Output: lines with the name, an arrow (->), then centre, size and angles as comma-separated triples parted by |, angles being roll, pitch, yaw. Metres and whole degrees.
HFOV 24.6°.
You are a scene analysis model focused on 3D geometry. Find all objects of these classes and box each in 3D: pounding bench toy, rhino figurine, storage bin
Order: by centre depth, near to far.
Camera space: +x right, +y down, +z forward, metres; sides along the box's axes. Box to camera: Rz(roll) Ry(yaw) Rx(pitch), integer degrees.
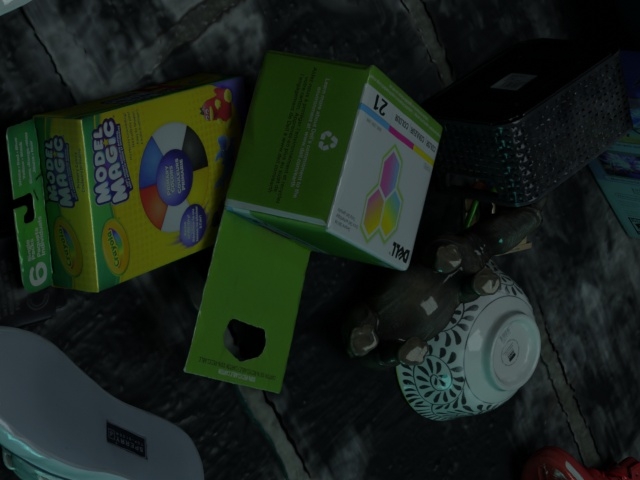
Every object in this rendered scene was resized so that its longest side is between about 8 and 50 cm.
rhino figurine -> 0.113, 0.031, 1.313 | 0.243, 0.106, 0.073 | -40, 96, -13
storage bin -> 0.191, -0.114, 1.361 | 0.180, 0.122, 0.084 | -33, 120, -33
pounding bench toy -> 0.156, -0.022, 1.396 | 0.083, 0.052, 0.065 | -12, 107, -41

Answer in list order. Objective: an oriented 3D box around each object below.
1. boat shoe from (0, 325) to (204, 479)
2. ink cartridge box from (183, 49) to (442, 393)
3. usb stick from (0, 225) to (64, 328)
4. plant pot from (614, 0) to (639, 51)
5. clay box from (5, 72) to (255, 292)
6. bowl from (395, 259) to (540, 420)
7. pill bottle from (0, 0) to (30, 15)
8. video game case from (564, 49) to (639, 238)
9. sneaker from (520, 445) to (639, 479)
boat shoe -> -0.193, 0.149, 1.082 | 0.258, 0.084, 0.095 | 43, 35, -41
ink cartridge box -> 0.000, 0.000, 1.177 | 0.189, 0.097, 0.255 | 26, 76, -66
usb stick -> -0.301, 0.050, 0.993 | 0.278, 0.045, 0.077 | -16, 103, -40
plant pot -> 0.421, -0.263, 1.446 | 0.293, 0.293, 0.235 | -43, 140, -28
clay box -> -0.135, -0.044, 1.088 | 0.222, 0.053, 0.127 | -26, 116, -54
bowl -> 0.158, 0.099, 1.405 | 0.170, 0.080, 0.170 | -11, 106, -42
pill bottle -> -0.251, -0.255, 0.914 | 0.131, 0.131, 0.229 | -38, 122, -31
video game case -> 0.382, -0.080, 1.444 | 0.061, 0.269, 0.244 | -55, 130, -20
sneaker -> 0.291, 0.264, 1.582 | 0.221, 0.087, 0.128 | 59, 45, -35
